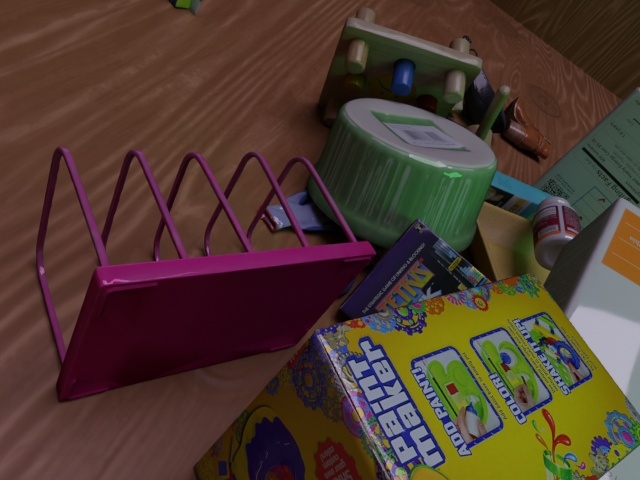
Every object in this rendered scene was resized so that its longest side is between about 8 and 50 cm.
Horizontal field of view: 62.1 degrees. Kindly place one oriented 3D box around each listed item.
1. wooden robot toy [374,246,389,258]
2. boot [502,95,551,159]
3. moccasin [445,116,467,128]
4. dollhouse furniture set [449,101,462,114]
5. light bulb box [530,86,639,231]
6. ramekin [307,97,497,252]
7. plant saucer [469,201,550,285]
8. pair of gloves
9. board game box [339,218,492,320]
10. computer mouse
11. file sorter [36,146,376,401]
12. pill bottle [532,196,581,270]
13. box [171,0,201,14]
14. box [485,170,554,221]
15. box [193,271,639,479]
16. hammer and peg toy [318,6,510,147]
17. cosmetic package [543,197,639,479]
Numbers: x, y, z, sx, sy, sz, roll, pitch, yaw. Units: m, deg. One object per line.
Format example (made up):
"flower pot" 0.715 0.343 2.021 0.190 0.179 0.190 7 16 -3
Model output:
"wooden robot toy" 0.154 0.028 0.913 0.173 0.076 0.079 -20 101 -46
"boot" 0.610 -0.328 1.565 0.152 0.073 0.197 30 53 -8
"moccasin" 0.216 -0.314 1.221 0.342 0.117 0.138 40 40 2
"dollhouse furniture set" 0.324 -0.406 1.450 0.101 0.161 0.182 1 -1 6
"light bulb box" 0.703 -0.084 1.174 0.225 0.361 0.358 -17 64 -46
"ramekin" 0.142 -0.120 0.893 0.303 0.148 0.303 14 31 -8
"plant saucer" 0.421 0.102 1.009 0.332 0.081 0.333 18 44 -23
"pair of gloves" 0.000 0.000 0.840 0.159 0.023 0.198 -12 60 -41
"board game box" 0.134 0.078 0.755 0.141 0.170 0.048 41 3 3
"computer mouse" 0.421 -0.404 1.464 0.188 0.072 0.272 57 12 -71
"file sorter" -0.135 0.017 0.585 0.290 0.202 0.182 -5 55 -39
"pill bottle" 0.452 -0.017 1.016 0.086 0.086 0.152 32 40 -7
"box" -0.298 -0.563 1.082 0.178 0.109 0.042 50 38 15
"box" 0.391 -0.081 1.144 0.244 0.100 0.060 17 45 -23
"box" 0.077 0.198 0.495 0.279 0.290 0.177 -8 58 -39
"hammer and peg toy" 0.193 -0.289 1.021 0.361 0.266 0.127 15 69 -6
"cosmetic package" 0.398 0.178 0.730 0.230 0.161 0.453 35 60 10
